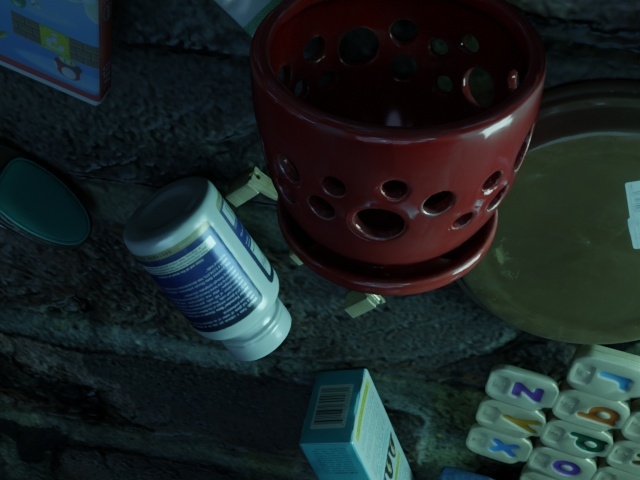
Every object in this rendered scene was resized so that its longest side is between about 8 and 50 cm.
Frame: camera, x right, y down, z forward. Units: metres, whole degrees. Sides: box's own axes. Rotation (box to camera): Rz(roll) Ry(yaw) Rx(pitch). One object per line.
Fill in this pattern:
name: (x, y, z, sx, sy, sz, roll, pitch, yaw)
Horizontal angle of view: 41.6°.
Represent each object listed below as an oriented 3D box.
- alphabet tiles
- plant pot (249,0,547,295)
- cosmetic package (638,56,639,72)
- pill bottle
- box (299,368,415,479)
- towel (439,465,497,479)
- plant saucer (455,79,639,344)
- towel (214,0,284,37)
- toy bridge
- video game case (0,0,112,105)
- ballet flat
alphabet tiles: (0.299, 0.211, 0.873, 0.277, 0.021, 0.284, 15, 138, 11)
plant pot: (0.048, -0.067, 0.594, 0.191, 0.191, 0.174, 8, 135, 6)
cosmetic package: (0.334, -0.153, 0.479, 0.129, 0.153, 0.296, 27, 130, -9)
pill bottle: (-0.097, 0.032, 0.778, 0.094, 0.094, 0.169, -16, 125, 25)
box: (0.052, 0.260, 0.945, 0.060, 0.101, 0.244, -7, 129, 20)
towel: (0.195, 0.300, 0.980, 0.119, 0.029, 0.067, 11, 137, 16)
plant saucer: (0.231, -0.005, 0.708, 0.277, 0.041, 0.278, 7, 131, 8)
towel: (-0.066, -0.224, 0.592, 0.152, 0.023, 0.113, 39, 127, -21)
toy bridge: (0.000, 0.000, 0.774, 0.063, 0.026, 0.188, -30, 119, 31)
video game case: (-0.225, -0.220, 0.523, 0.204, 0.025, 0.285, 23, 147, 0)
ballet flat: (-0.305, -0.056, 0.773, 0.203, 0.074, 0.074, 34, 130, -25)
